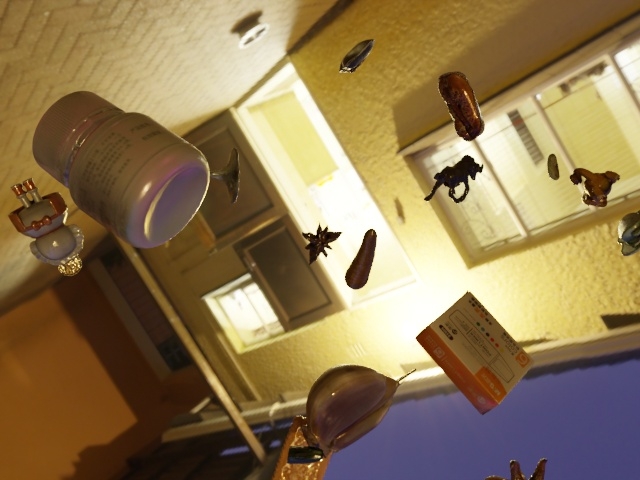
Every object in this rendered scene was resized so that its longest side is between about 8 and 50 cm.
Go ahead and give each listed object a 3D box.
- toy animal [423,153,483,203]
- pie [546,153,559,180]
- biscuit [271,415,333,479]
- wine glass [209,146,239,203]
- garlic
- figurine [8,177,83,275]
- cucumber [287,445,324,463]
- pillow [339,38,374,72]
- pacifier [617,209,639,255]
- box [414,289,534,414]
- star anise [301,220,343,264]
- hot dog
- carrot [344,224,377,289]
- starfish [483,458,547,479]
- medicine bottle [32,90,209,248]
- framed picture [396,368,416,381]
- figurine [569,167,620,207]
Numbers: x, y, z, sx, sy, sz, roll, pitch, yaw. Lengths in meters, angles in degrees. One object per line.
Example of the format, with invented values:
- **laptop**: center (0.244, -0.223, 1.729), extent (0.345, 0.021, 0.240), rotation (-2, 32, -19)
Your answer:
- **toy animal**: center (0.424, -0.198, 1.880), extent (0.233, 0.148, 0.084), rotation (-15, -150, -37)
- **pie**: center (0.682, -0.214, 1.726), extent (0.021, 0.084, 0.084), rotation (-6, -160, 38)
- **biscuit**: center (-0.048, 0.664, 1.772), extent (0.249, 0.160, 0.030), rotation (-69, -165, -3)
- **wine glass**: center (-0.500, -0.242, 2.073), extent (0.406, 0.267, 0.267), rotation (-1, 175, -18)
- **garlic**: center (0.072, 0.471, 1.699), extent (0.325, 0.279, 0.132), rotation (-43, -133, -11)
- **figurine**: center (-0.709, -0.031, 1.535), extent (0.143, 0.271, 0.143), rotation (-26, -176, 2)
- **cucumber**: center (-0.040, 0.583, 1.604), extent (0.105, 0.048, 0.048), rotation (-4, -171, 8)
- **pillow**: center (0.112, -0.579, 1.845), extent (0.135, 0.055, 0.091), rotation (-47, 164, -4)
- **pacifier**: center (0.720, -0.011, 1.290), extent (0.126, 0.117, 0.150), rotation (-56, 176, 23)
- **box**: center (0.420, 0.298, 1.595), extent (0.221, 0.274, 0.091), rotation (-32, 165, -40)
- **star anise**: center (0.010, -0.001, 1.730), extent (0.129, 0.124, 0.056), rotation (-23, -152, -21)
- **hot dog**: center (0.368, -0.351, 1.538), extent (0.059, 0.191, 0.108), rotation (-31, -170, -22)
- **carrot**: center (0.132, 0.047, 1.762), extent (0.078, 0.078, 0.298), rotation (-34, 155, -31)
- **starfish**: center (0.538, 0.670, 1.565), extent (0.057, 0.213, 0.238), rotation (-59, 165, -68)
- **medicine bottle**: center (-0.413, -0.153, 1.225), extent (0.241, 0.302, 0.241), rotation (-52, 167, -18)
- **framed picture**: center (0.206, 0.474, 1.884), extent (0.136, 0.010, 0.201), rotation (-19, 162, -42)
- **figurine**: center (0.767, -0.152, 1.680), extent (0.121, 0.122, 0.176), rotation (-51, 155, -3)
